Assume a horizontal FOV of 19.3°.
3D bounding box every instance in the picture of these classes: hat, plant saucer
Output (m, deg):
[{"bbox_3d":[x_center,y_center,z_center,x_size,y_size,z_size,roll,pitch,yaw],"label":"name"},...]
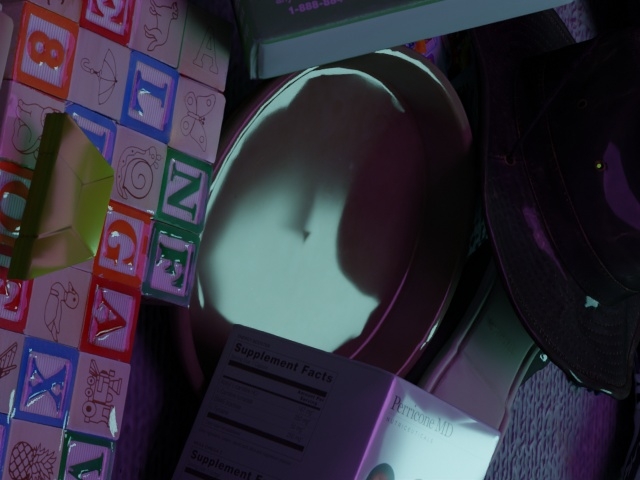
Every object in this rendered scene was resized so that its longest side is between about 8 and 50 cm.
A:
[{"bbox_3d":[0.231,-0.054,1.393,0.331,0.134,0.331,39,43,-49],"label":"hat"},{"bbox_3d":[0.000,0.000,1.240,0.278,0.041,0.278,-21,121,-40],"label":"plant saucer"}]

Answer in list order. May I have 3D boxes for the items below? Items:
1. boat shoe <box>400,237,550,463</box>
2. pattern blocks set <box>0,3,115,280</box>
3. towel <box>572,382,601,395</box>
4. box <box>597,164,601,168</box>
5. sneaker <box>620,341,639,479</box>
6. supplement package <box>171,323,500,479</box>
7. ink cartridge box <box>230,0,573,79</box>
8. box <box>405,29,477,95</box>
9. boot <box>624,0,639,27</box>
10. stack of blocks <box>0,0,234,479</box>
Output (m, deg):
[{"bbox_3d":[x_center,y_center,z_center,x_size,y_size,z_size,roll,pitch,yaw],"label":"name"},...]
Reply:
[{"bbox_3d":[0.121,0.071,1.431,0.112,0.095,0.335,55,44,-14],"label":"boat shoe"},{"bbox_3d":[-0.218,-0.050,0.885,0.285,0.026,0.325,28,72,-39],"label":"pattern blocks set"},{"bbox_3d":[0.260,0.075,1.637,0.029,0.067,0.119,30,57,0],"label":"towel"},{"bbox_3d":[0.226,-0.031,1.604,0.109,0.042,0.178,35,64,-49],"label":"box"},{"bbox_3d":[0.308,0.133,1.680,0.235,0.094,0.153,-53,130,-39],"label":"sneaker"},{"bbox_3d":[-0.014,0.195,1.164,0.139,0.134,0.244,30,79,-50],"label":"supplement package"},{"bbox_3d":[0.024,-0.264,1.107,0.121,0.211,0.289,102,-27,-84],"label":"ink cartridge box"},{"bbox_3d":[0.040,-0.225,1.318,0.201,0.057,0.293,-41,126,-45],"label":"box"},{"bbox_3d":[0.376,-0.288,1.710,0.367,0.146,0.445,-46,123,-31],"label":"boot"},{"bbox_3d":[-0.153,-0.003,1.043,0.171,0.087,0.297,22,73,-52],"label":"stack of blocks"}]
